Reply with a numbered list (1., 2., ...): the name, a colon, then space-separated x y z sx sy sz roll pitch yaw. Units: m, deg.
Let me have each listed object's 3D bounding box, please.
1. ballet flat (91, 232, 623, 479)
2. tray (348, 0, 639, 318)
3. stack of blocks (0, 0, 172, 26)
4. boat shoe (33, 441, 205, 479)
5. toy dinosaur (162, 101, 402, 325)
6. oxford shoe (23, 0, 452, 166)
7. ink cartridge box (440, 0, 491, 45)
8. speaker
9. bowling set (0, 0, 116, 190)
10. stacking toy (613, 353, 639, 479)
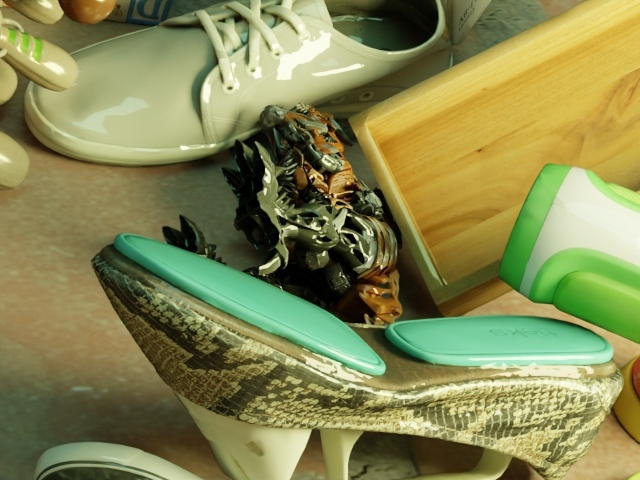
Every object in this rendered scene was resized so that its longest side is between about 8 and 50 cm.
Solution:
1. ballet flat: 0.027 0.127 1.429 0.483 0.182 0.164 12 14 -30
2. tray: 0.255 -0.108 1.667 0.411 0.076 0.202 -26 69 4
3. stack of blocks: -0.284 -0.323 1.808 0.297 0.171 0.087 6 43 -18
4. boat shoe: -0.116 0.218 1.366 0.219 0.077 0.070 20 40 -4
5. toy dinosaur: 0.000 0.000 1.606 0.218 0.164 0.322 8 28 -37
6. oxford shoe: -0.070 -0.180 1.758 0.449 0.130 0.169 -12 57 -20
7. ink cartridge box: 0.047 -0.420 1.958 0.385 0.160 0.279 28 67 16
8. speaker: 0.307 0.040 1.521 0.297 0.131 0.131 23 41 11
9. bowling set: -0.300 -0.210 1.635 0.154 0.200 0.287 29 27 -40
10. stacking toy: 0.400 0.199 1.563 0.309 0.130 0.279 25 41 5
